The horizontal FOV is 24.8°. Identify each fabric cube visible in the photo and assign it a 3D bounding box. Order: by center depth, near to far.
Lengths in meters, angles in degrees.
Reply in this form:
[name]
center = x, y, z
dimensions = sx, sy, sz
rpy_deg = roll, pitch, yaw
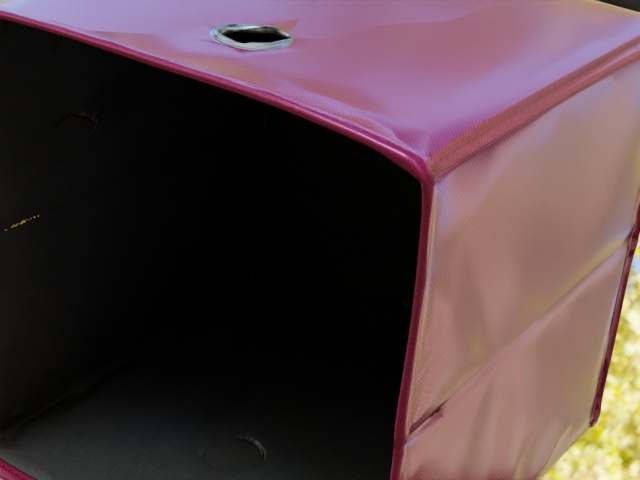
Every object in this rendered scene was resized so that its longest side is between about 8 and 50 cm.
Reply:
[fabric cube]
center = 0.000, 0.000, 0.734
dimensions = 0.254, 0.258, 0.259
rpy_deg = 22, -58, 28

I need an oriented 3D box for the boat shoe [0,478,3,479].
[boat shoe]
center = -0.068, 0.247, 0.863
dimensions = 0.367, 0.156, 0.136
rpy_deg = 39, -76, -24

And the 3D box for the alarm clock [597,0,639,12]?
[alarm clock]
center = 0.144, -0.158, 0.874
dimensions = 0.192, 0.129, 0.064
rpy_deg = 33, -67, 9
